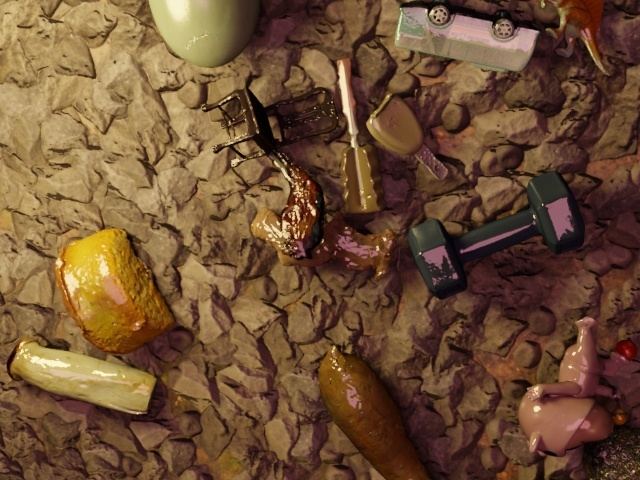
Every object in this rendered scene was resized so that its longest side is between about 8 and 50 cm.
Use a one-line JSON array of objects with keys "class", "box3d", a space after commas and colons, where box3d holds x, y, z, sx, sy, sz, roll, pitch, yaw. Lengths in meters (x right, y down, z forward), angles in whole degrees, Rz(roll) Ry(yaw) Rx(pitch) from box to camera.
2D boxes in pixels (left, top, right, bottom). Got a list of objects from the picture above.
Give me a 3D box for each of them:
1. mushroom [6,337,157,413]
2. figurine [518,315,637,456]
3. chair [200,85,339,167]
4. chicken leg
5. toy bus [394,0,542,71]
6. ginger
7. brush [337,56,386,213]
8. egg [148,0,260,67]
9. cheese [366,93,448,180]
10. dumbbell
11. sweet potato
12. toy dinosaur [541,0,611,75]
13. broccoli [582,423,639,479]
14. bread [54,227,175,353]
[{"class": "mushroom", "box3d": [-0.495, 0.284, 1.825, 0.312, 0.081, 0.100, 16, 108, 0]}, {"class": "figurine", "box3d": [0.503, 0.299, 1.705, 0.186, 0.176, 0.287, 30, 88, 24]}, {"class": "chair", "box3d": [-0.092, -0.233, 1.659, 0.229, 0.113, 0.106, -21, 71, 10]}, {"class": "chicken leg", "box3d": [-0.047, -0.083, 1.688, 0.106, 0.051, 0.253, -14, 73, -4]}, {"class": "toy bus", "box3d": [0.268, -0.382, 1.626, 0.262, 0.091, 0.109, 13, 113, 3]}, {"class": "ginger", "box3d": [0.002, 0.001, 1.723, 0.290, 0.084, 0.122, 10, 104, 3]}, {"class": "brush", "box3d": [0.067, -0.200, 1.691, 0.084, 0.071, 0.301, -7, 95, 10]}, {"class": "egg", "box3d": [-0.210, -0.454, 1.588, 0.203, 0.203, 0.282, -3, 98, 5]}, {"class": "cheese", "box3d": [0.175, -0.188, 1.686, 0.192, 0.037, 0.097, 44, 70, -14]}, {"class": "dumbbell", "box3d": [0.331, -0.007, 1.665, 0.316, 0.143, 0.156, -22, 99, 8]}, {"class": "sweet potato", "box3d": [0.121, 0.387, 1.772, 0.130, 0.130, 0.422, -32, 99, 10]}, {"class": "toy dinosaur", "box3d": [0.476, -0.413, 1.626, 0.212, 0.057, 0.142, 35, 83, -14]}, {"class": "broccoli", "box3d": [0.588, 0.440, 1.746, 0.138, 0.146, 0.162, 22, 87, -32]}, {"class": "bread", "box3d": [-0.420, 0.113, 1.752, 0.160, 0.147, 0.260, -23, 99, 12]}]
